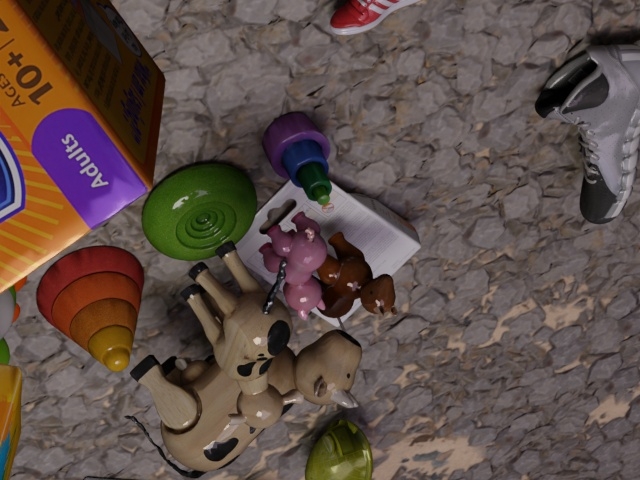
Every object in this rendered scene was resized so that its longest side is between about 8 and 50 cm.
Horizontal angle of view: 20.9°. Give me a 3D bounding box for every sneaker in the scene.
[{"bbox_3d":[0.057,-0.251,1.706,0.118,0.042,0.067,-30,142,-9],"label":"sneaker"},{"bbox_3d":[0.291,-0.123,1.933,0.132,0.086,0.228,0,121,-21],"label":"sneaker"}]

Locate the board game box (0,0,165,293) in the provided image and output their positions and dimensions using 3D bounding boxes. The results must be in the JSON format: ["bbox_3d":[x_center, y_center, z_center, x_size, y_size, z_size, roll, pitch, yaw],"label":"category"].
[{"bbox_3d":[-0.363,-0.124,1.287,0.356,0.356,0.356,-34,106,7],"label":"board game box"}]

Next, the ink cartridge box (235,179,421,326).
[{"bbox_3d":[0.000,0.000,1.939,0.179,0.045,0.145,36,111,-25],"label":"ink cartridge box"}]

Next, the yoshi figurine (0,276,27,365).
[{"bbox_3d":[-0.398,0.041,1.666,0.203,0.203,0.362,-7,138,0],"label":"yoshi figurine"}]

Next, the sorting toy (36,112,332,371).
[{"bbox_3d":[-0.130,0.019,1.814,0.365,0.126,0.127,-36,137,10],"label":"sorting toy"}]

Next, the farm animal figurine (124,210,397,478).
[{"bbox_3d":[-0.055,0.130,1.784,0.327,0.172,0.330,-43,165,24],"label":"farm animal figurine"}]

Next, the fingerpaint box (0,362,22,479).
[{"bbox_3d":[-0.523,0.257,1.532,0.445,0.371,0.163,12,150,-3],"label":"fingerpaint box"}]

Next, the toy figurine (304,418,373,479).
[{"bbox_3d":[-0.060,0.407,2.167,0.217,0.191,0.362,-7,134,-27],"label":"toy figurine"}]

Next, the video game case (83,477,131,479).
[{"bbox_3d":[-0.237,0.375,2.181,0.212,0.023,0.193,10,126,-34],"label":"video game case"}]
